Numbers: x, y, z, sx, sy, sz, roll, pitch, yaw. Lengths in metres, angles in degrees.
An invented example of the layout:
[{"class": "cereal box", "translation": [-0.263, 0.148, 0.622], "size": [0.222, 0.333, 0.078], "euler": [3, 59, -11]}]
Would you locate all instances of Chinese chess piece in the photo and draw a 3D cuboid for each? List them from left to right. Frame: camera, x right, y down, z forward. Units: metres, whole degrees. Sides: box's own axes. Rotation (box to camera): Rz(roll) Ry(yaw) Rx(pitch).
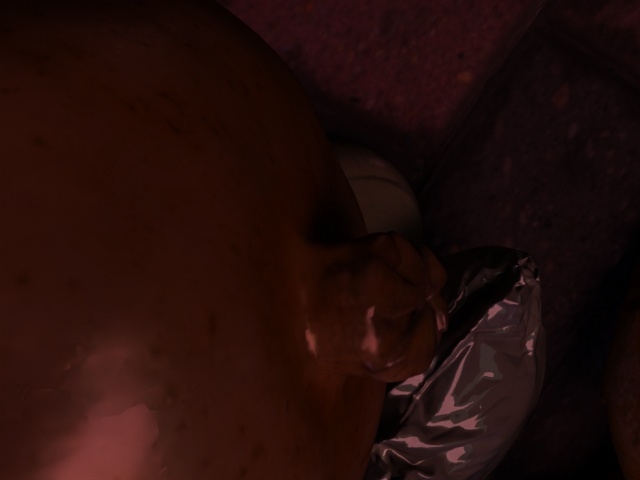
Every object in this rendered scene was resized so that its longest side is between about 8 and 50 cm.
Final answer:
[{"class": "Chinese chess piece", "translation": [0.000, 0.000, 1.158], "size": [0.144, 0.058, 0.144], "euler": [-18, 130, -22]}]

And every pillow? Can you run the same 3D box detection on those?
[{"class": "pillow", "translation": [0.052, 0.128, 1.182], "size": [0.283, 0.138, 0.310], "euler": [-42, 166, -9]}]

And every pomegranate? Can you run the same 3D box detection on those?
[{"class": "pomegranate", "translation": [-0.129, 0.045, 0.890], "size": [0.411, 0.411, 0.411], "euler": [-16, 128, -22]}]

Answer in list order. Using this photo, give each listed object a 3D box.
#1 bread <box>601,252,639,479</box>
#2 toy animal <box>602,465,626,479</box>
[{"class": "bread", "translation": [0.336, 0.092, 1.335], "size": [0.194, 0.179, 0.340], "euler": [16, 84, -46]}, {"class": "toy animal", "translation": [0.251, 0.270, 1.425], "size": [0.281, 0.169, 0.195], "euler": [-24, 144, -16]}]
